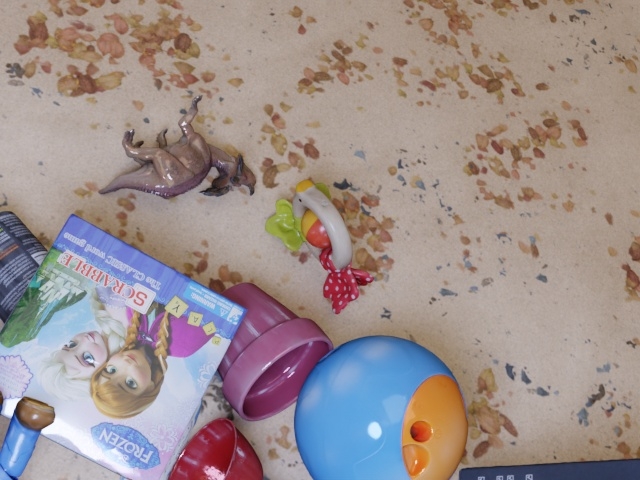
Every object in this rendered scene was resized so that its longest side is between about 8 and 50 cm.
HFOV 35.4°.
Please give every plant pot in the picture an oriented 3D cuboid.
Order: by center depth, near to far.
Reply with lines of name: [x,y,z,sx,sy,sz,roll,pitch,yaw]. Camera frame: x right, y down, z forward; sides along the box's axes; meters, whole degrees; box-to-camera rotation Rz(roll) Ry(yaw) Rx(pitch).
plant pot: [-0.107,0.177,1.712,0.201,0.201,0.180,-23,57,-33]

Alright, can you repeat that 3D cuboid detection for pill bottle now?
pill bottle: [-0.477,0.080,1.633,0.245,0.130,0.130,47,54,9]

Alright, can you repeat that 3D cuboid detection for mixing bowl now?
mixing bowl: [-0.154,0.382,1.580,0.098,0.181,0.181,35,50,-24]

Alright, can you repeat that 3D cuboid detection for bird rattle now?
bird rattle: [0.000,0.000,1.861,0.143,0.207,0.253,-22,61,-13]

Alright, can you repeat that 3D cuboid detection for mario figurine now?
mario figurine: [-0.463,0.372,1.371,0.198,0.170,0.320,8,82,25]

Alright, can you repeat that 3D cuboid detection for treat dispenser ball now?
treat dispenser ball: [0.100,0.301,1.654,0.288,0.288,0.288,11,57,-18]

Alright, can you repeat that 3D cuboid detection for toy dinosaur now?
toy dinosaur: [-0.256,-0.132,1.872,0.296,0.127,0.200,-31,83,-29]

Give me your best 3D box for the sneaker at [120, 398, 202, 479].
sneaker: [-0.256,0.322,1.610,0.085,0.086,0.237,24,54,-7]

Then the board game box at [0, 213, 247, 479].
board game box: [-0.325,0.172,1.546,0.319,0.066,0.318,29,72,-9]

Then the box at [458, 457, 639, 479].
box: [0.429,0.524,1.584,0.212,0.396,0.293,53,37,-46]
